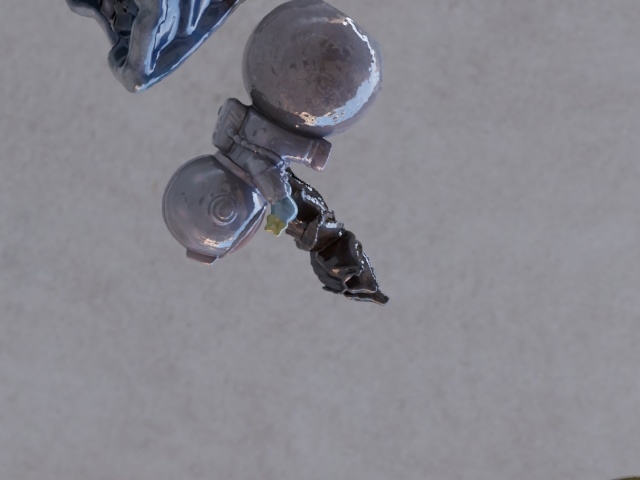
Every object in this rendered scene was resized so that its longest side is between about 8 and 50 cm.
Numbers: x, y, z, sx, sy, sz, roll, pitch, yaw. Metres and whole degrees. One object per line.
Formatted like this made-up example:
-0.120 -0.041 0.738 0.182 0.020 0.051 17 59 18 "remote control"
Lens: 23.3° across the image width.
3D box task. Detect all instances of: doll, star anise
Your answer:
-0.057 -0.104 1.555 0.287 0.151 0.151 -54 -150 2 "doll"
0.000 0.000 1.747 0.065 0.195 0.182 -39 -118 -1 "star anise"

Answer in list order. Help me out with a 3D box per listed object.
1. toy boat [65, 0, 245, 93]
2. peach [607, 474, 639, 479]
-0.136 -0.215 0.750 0.129 0.142 0.309 -29 -97 60 "toy boat"
0.285 0.330 1.358 0.153 0.251 0.251 -8 -109 45 "peach"
